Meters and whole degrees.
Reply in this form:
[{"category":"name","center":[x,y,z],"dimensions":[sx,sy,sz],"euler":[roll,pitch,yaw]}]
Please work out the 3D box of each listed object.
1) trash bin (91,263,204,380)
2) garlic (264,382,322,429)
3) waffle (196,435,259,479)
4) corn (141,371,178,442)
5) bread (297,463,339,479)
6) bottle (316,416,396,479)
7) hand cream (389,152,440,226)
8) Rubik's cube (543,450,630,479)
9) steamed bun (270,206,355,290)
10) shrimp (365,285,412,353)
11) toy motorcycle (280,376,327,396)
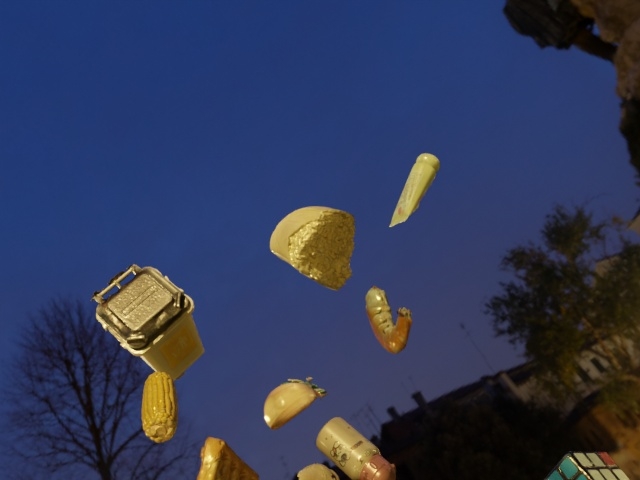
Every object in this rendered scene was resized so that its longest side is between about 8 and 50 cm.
[{"category":"trash bin","center":[-0.560,0.288,2.018],"dimensions":[0.256,0.296,0.367],"euler":[-45,-30,-24]},{"category":"garlic","center":[-0.097,0.544,2.002],"dimensions":[0.207,0.128,0.115],"euler":[-26,7,-8]},{"category":"waffle","center":[-0.331,0.887,2.082],"dimensions":[0.077,0.304,0.348],"euler":[-7,-45,21]},{"category":"corn","center":[-0.366,0.377,1.367],"dimensions":[0.081,0.248,0.081],"euler":[-3,-79,-15]},{"category":"bread","center":[0.031,0.750,1.575],"dimensions":[0.183,0.337,0.102],"euler":[-13,-48,7]},{"category":"bottle","center":[0.101,0.587,1.619],"dimensions":[0.110,0.233,0.110],"euler":[-25,-51,-34]},{"category":"hand cream","center":[0.351,-0.189,2.248],"dimensions":[0.306,0.093,0.147],"euler":[-60,12,-18]},{"category":"Rubik's cube","center":[0.673,0.642,1.501],"dimensions":[0.163,0.162,0.160],"euler":[12,-61,-30]},{"category":"steamed bun","center":[0.000,0.000,2.119],"dimensions":[0.272,0.273,0.290],"euler":[-56,-42,-5]},{"category":"shrimp","center":[0.136,0.144,1.206],"dimensions":[0.049,0.161,0.166],"euler":[-7,-26,-13]},{"category":"toy motorcycle","center":[-0.063,0.588,2.352],"dimensions":[0.106,0.190,0.074],"euler":[-4,-82,-44]}]
